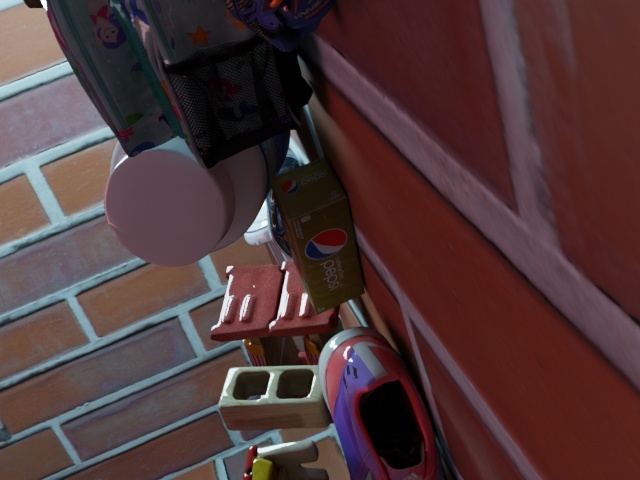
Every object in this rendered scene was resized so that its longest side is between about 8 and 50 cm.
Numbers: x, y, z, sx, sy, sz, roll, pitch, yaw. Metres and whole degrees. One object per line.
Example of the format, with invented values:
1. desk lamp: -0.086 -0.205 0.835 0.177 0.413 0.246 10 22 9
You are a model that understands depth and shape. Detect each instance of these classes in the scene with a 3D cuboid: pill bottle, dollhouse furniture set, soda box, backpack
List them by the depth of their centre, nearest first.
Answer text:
1. backpack: -0.123 -0.207 0.698 0.254 0.191 0.225 83 164 -53
2. pill bottle: -0.121 -0.077 0.892 0.272 0.152 0.152 -73 -35 -66
3. soda box: 0.000 0.000 0.907 0.181 0.061 0.058 76 169 -56
4. dollhouse furniture set: -0.046 0.218 1.030 0.374 0.152 0.201 -80 -20 -46

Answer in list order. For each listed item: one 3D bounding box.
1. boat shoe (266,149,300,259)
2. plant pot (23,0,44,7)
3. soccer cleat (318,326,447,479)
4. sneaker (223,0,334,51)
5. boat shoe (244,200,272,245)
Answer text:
1. boat shoe: -0.031 -0.021 1.088 0.183 0.065 0.083 75 172 -46
2. plant pot: -0.265 -0.371 1.061 0.215 0.230 0.215 157 90 -85
3. soccer cleat: 0.083 0.246 0.911 0.116 0.108 0.318 -139 29 -71
4. sneaker: -0.020 -0.162 0.479 0.087 0.083 0.221 52 179 -2
5. boat shoe: -0.099 -0.061 1.412 0.084 0.095 0.258 64 174 -17
